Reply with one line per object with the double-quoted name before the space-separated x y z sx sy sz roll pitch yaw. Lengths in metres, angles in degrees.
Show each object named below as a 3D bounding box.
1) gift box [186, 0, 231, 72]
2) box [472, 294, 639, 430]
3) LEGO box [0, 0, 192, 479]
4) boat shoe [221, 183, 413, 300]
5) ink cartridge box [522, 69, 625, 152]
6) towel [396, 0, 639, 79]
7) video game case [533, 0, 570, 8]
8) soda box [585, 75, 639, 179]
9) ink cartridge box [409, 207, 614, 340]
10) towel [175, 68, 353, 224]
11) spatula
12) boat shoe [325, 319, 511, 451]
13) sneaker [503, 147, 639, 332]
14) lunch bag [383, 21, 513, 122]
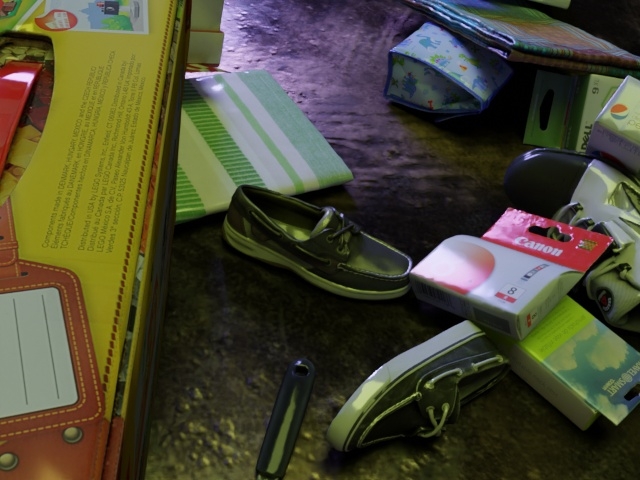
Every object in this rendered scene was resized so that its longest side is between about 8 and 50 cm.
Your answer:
"gift box" -0.245 -0.332 1.043 0.276 0.258 0.255 -7 28 -43
"box" 0.261 0.119 0.889 0.109 0.042 0.178 -28 58 -34
"LEGO box" -0.213 0.059 0.593 0.193 0.373 0.500 5 44 -8
"boat shoe" 0.000 -0.001 0.922 0.223 0.073 0.080 19 43 5
"ink cartridge box" 0.400 -0.169 1.162 0.209 0.109 0.062 9 8 -5
"towel" 0.291 -0.326 1.259 0.271 0.040 0.370 1 28 -25
"video game case" 0.336 -0.450 1.462 0.173 0.022 0.190 14 26 -1
"soda box" 0.369 -0.108 1.023 0.069 0.216 0.074 34 80 18
"ink cartridge box" 0.208 0.018 0.905 0.179 0.045 0.145 -42 40 -25
"towel" -0.158 -0.116 1.029 0.324 0.038 0.248 -16 51 -29
"spatula" -0.051 0.218 0.718 0.084 0.030 0.296 15 44 4
"boat shoe" 0.101 0.146 0.796 0.219 0.078 0.070 -26 55 -36
"sneaker" 0.338 0.017 0.955 0.330 0.122 0.146 36 50 17
"lunch bag" 0.185 -0.236 1.192 0.151 0.096 0.129 21 43 22
